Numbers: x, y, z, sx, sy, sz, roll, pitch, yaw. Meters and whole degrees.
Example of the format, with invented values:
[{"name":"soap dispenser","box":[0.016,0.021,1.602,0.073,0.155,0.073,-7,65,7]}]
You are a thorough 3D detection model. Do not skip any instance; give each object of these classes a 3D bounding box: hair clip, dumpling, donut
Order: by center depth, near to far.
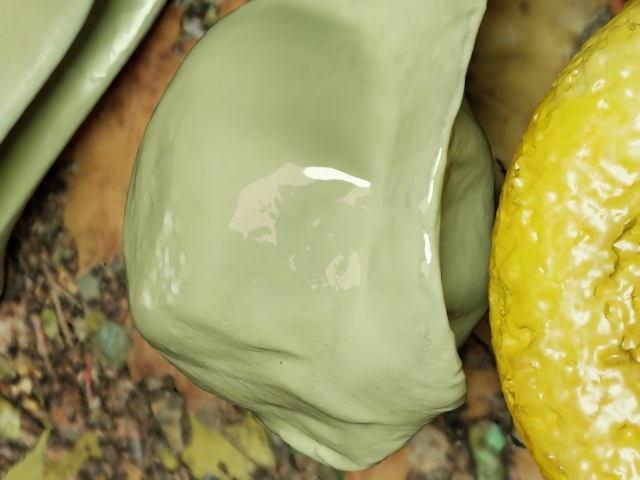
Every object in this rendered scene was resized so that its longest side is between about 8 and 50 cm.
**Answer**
[{"name":"donut","box":[0.171,0.011,0.520,0.254,0.118,0.253,1,94,19]},{"name":"dumpling","box":[0.000,0.000,0.601,0.250,0.132,0.162,127,137,-54]},{"name":"hair clip","box":[-0.156,-0.092,0.716,0.282,0.113,0.172,-41,74,32]}]
